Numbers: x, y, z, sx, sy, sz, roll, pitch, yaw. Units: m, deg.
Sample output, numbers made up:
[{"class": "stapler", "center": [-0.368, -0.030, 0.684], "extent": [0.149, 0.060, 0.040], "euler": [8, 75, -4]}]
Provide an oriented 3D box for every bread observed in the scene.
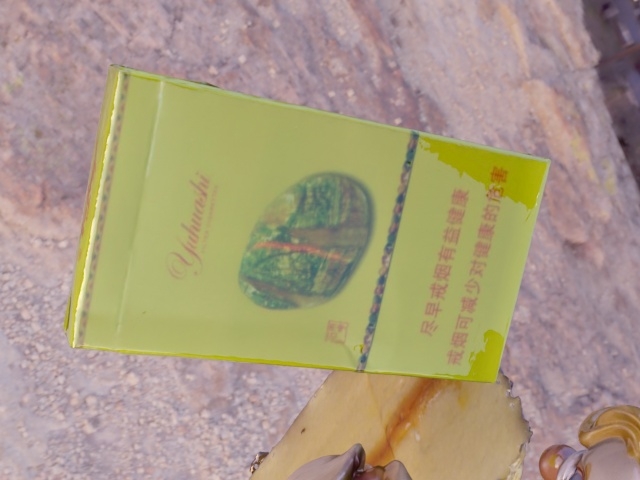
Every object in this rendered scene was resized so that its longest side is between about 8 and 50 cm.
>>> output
[{"class": "bread", "center": [0.042, 0.243, 0.877], "extent": [0.242, 0.346, 0.405], "euler": [2, 108, -19]}]

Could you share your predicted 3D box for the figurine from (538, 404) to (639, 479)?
[{"class": "figurine", "center": [0.239, 0.261, 0.691], "extent": [0.133, 0.194, 0.275], "euler": [8, 91, -16]}]

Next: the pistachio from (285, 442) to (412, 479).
[{"class": "pistachio", "center": [0.015, 0.219, 0.614], "extent": [0.117, 0.200, 0.145], "euler": [24, 94, 2]}]

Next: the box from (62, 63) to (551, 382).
[{"class": "box", "center": [0.000, 0.000, 0.643], "extent": [0.334, 0.047, 0.187], "euler": [8, 100, -24]}]
